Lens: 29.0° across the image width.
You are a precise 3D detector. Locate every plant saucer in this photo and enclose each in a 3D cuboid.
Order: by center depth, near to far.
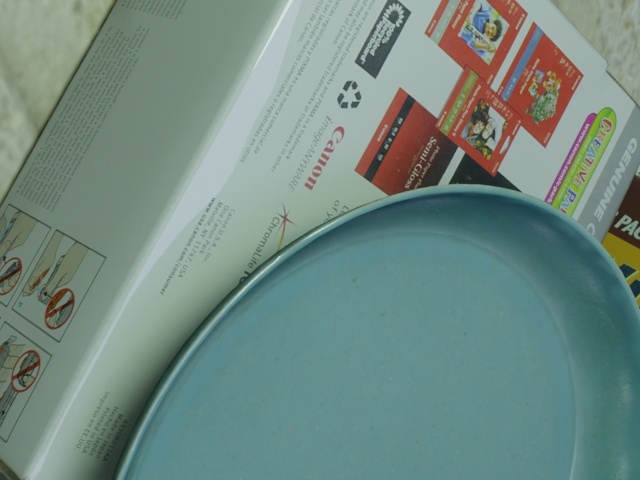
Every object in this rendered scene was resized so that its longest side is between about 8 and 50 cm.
[{"bbox_3d":[0.032,0.126,0.566,0.317,0.043,0.318,-11,110,-33],"label":"plant saucer"}]

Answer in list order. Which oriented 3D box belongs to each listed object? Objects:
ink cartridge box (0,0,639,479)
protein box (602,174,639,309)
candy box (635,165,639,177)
[{"bbox_3d":[0.000,0.000,0.623,0.272,0.130,0.309,33,83,-42],"label":"ink cartridge box"},{"bbox_3d":[0.189,0.103,0.789,0.201,0.136,0.200,-51,155,-16],"label":"protein box"},{"bbox_3d":[0.293,-0.021,0.926,0.165,0.070,0.196,-50,133,-16],"label":"candy box"}]
